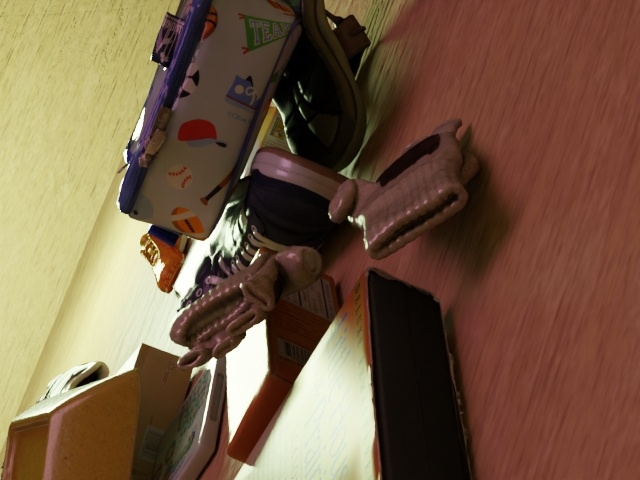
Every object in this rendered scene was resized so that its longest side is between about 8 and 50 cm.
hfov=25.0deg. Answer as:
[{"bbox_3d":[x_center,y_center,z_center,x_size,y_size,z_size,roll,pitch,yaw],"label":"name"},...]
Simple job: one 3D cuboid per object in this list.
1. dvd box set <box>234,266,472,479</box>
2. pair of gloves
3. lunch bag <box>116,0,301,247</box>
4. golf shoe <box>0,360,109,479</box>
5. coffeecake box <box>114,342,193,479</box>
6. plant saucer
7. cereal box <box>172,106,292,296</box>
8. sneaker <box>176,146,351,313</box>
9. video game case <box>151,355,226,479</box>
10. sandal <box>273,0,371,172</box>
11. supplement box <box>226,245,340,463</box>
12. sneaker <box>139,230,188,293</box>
[{"bbox_3d":[-0.038,0.261,0.890,0.420,0.062,0.308,-60,16,26],"label":"dvd box set"},{"bbox_3d":[0.000,0.000,0.993,0.240,0.042,0.204,-33,7,16],"label":"pair of gloves"},{"bbox_3d":[-0.111,-0.127,1.337,0.303,0.115,0.243,-99,32,-77],"label":"lunch bag"},{"bbox_3d":[-0.380,0.290,2.074,0.120,0.105,0.273,-41,28,46],"label":"golf shoe"},{"bbox_3d":[-0.219,0.219,1.641,0.185,0.068,0.142,-45,27,56],"label":"coffeecake box"},{"bbox_3d":[-0.288,0.307,1.531,0.333,0.081,0.333,156,123,-65],"label":"plant saucer"},{"bbox_3d":[-0.094,-0.036,1.641,0.240,0.047,0.173,-66,13,0],"label":"cereal box"},{"bbox_3d":[-0.051,0.014,1.281,0.153,0.099,0.282,-67,9,-11],"label":"sneaker"},{"bbox_3d":[-0.136,0.207,1.453,0.157,0.019,0.143,-57,16,34],"label":"video game case"},{"bbox_3d":[0.006,-0.170,1.434,0.120,0.086,0.303,-58,31,37],"label":"sandal"},{"bbox_3d":[-0.027,0.092,1.107,0.078,0.080,0.233,-60,13,18],"label":"supplement box"},{"bbox_3d":[-0.220,0.025,1.981,0.064,0.067,0.175,-61,16,12],"label":"sneaker"}]
